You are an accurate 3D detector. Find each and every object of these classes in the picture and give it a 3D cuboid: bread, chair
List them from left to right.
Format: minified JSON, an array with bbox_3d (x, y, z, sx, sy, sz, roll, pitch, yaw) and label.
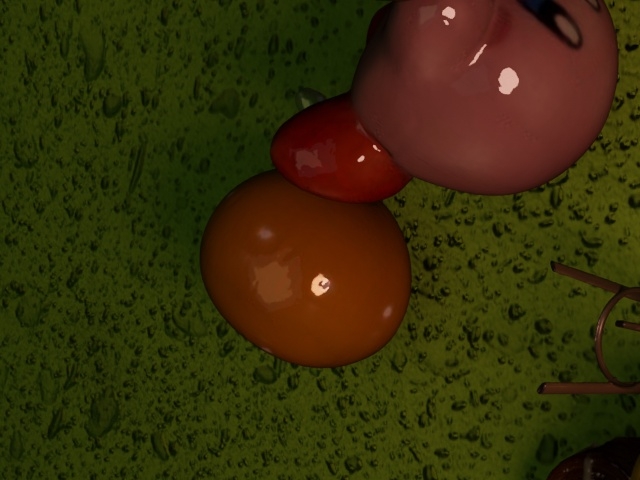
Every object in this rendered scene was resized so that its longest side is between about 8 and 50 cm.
[{"bbox_3d":[0.263,0.254,1.382,0.160,0.073,0.160,9,103,43],"label":"bread"},{"bbox_3d":[0.277,0.078,1.267,0.104,0.222,0.095,-43,43,43],"label":"chair"}]

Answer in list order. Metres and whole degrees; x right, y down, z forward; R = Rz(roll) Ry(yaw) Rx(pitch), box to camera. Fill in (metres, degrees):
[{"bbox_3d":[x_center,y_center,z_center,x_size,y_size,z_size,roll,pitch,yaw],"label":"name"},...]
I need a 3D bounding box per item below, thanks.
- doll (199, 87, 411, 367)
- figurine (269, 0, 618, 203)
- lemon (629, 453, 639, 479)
[{"bbox_3d":[0.000,0.000,1.529,0.213,0.213,0.236,41,109,33],"label":"doll"},{"bbox_3d":[0.137,-0.137,1.350,0.211,0.269,0.261,40,137,-4],"label":"figurine"},{"bbox_3d":[0.343,0.232,1.190,0.233,0.233,0.288,-19,76,45],"label":"lemon"}]
